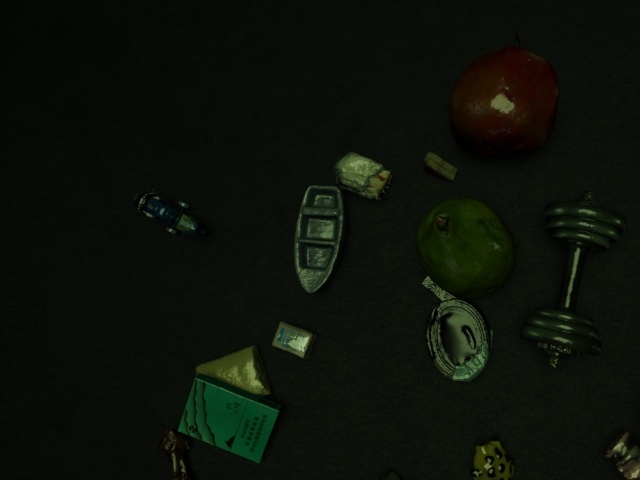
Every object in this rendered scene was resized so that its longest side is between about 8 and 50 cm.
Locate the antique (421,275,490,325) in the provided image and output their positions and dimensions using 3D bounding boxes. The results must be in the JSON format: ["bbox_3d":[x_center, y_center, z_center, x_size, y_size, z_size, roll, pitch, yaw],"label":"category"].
[{"bbox_3d":[0.330,0.156,1.534,0.192,0.015,0.031,41,93,18],"label":"antique"}]

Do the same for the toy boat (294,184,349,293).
[{"bbox_3d":[0.000,0.000,1.618,0.127,0.078,0.282,6,83,15],"label":"toy boat"}]

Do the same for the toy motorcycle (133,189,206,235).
[{"bbox_3d":[-0.425,-0.077,1.717,0.255,0.135,0.092,27,89,18],"label":"toy motorcycle"}]

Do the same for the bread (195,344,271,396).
[{"bbox_3d":[-0.231,0.364,1.631,0.178,0.060,0.139,-24,76,11],"label":"bread"}]

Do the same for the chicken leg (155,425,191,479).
[{"bbox_3d":[-0.361,0.639,1.618,0.113,0.093,0.304,-8,70,-4],"label":"chicken leg"}]

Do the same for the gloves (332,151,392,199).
[{"bbox_3d":[0.101,-0.164,1.616,0.153,0.070,0.114,29,72,17],"label":"gloves"}]

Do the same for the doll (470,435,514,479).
[{"bbox_3d":[0.410,0.594,1.405,0.117,0.086,0.290,-10,78,-16],"label":"doll"}]

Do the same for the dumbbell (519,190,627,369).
[{"bbox_3d":[0.562,0.086,1.397,0.179,0.179,0.405,12,84,17],"label":"dumbbell"}]

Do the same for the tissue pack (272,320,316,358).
[{"bbox_3d":[-0.068,0.255,1.605,0.095,0.059,0.074,20,85,17],"label":"tissue pack"}]

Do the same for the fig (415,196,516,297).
[{"bbox_3d":[0.335,-0.008,1.422,0.233,0.314,0.232,-3,54,4],"label":"fig"}]

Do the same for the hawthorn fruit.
[{"bbox_3d":[0.431,-0.349,1.472,0.254,0.254,0.300,4,80,16],"label":"hawthorn fruit"}]

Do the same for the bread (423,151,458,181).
[{"bbox_3d":[0.290,-0.188,1.582,0.062,0.109,0.043,14,78,61],"label":"bread"}]

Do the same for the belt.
[{"bbox_3d":[0.331,0.236,1.483,0.151,0.078,0.198,-9,84,19],"label":"belt"}]

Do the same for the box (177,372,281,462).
[{"bbox_3d":[-0.231,0.449,1.581,0.227,0.042,0.160,21,102,2],"label":"box"}]

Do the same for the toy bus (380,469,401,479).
[{"bbox_3d":[0.228,0.690,1.433,0.317,0.112,0.138,44,105,18],"label":"toy bus"}]

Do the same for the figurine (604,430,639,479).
[{"bbox_3d":[0.771,0.390,1.280,0.211,0.253,0.361,26,98,-25],"label":"figurine"}]
